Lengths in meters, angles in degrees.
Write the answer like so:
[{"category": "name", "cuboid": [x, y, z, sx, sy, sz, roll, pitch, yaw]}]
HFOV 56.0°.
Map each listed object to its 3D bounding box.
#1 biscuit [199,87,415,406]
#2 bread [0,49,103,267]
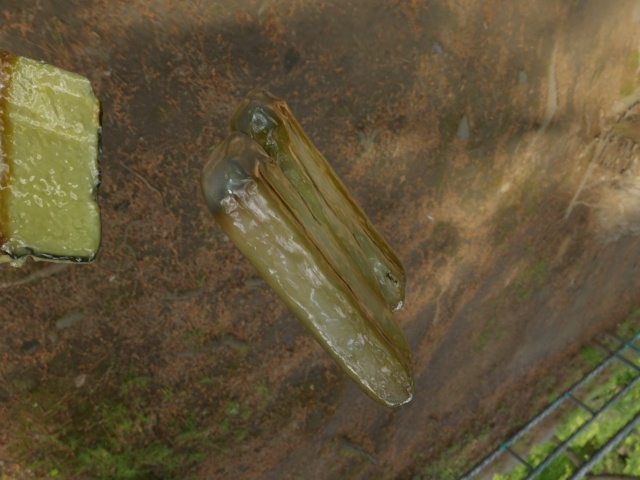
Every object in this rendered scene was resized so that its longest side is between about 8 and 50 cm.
[{"category": "biscuit", "cuboid": [0.000, 0.000, 0.589, 0.062, 0.236, 0.290, -30, 116, 20]}, {"category": "bread", "cuboid": [-0.376, -0.096, 0.686, 0.264, 0.236, 0.198, 9, 129, -47]}]
